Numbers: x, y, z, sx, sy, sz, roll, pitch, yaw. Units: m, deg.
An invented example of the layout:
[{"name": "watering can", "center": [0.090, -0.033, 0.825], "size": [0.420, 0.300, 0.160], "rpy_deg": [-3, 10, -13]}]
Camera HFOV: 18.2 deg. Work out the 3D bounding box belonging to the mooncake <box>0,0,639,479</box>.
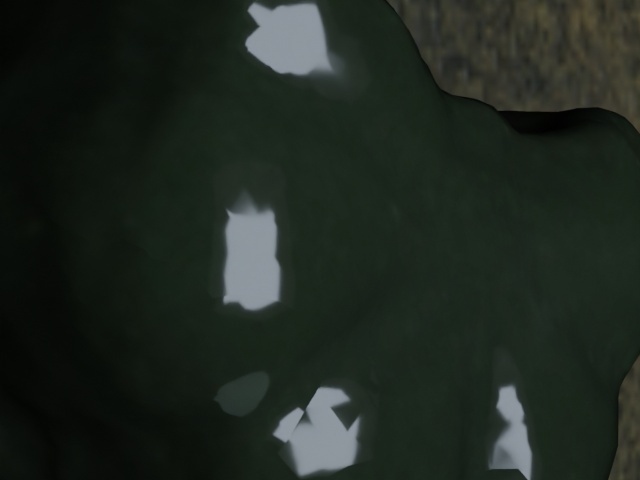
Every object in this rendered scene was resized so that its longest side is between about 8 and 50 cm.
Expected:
[{"name": "mooncake", "center": [0.000, 0.000, 0.434], "size": [0.175, 0.104, 0.168], "rpy_deg": [-15, 96, -45]}]
